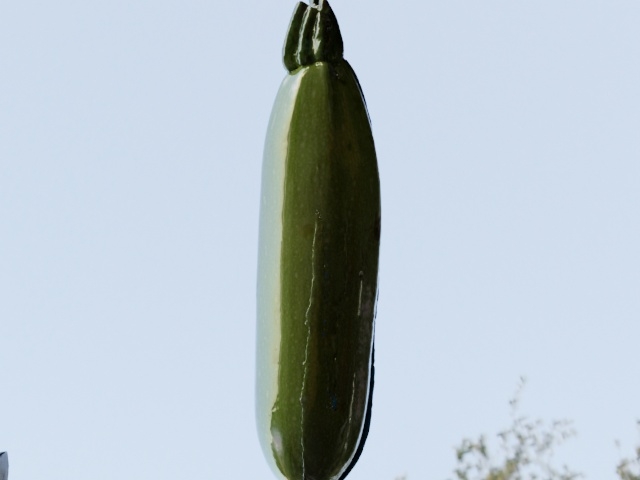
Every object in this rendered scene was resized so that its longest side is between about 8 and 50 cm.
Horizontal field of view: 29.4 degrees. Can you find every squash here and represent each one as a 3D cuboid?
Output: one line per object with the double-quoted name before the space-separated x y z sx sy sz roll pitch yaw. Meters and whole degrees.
"squash" 0.000 0.000 0.819 0.094 0.094 0.341 1 -95 -3

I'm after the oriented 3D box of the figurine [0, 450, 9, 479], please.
"figurine" -0.245 0.195 0.690 0.192 0.257 0.167 -34 -39 -21
